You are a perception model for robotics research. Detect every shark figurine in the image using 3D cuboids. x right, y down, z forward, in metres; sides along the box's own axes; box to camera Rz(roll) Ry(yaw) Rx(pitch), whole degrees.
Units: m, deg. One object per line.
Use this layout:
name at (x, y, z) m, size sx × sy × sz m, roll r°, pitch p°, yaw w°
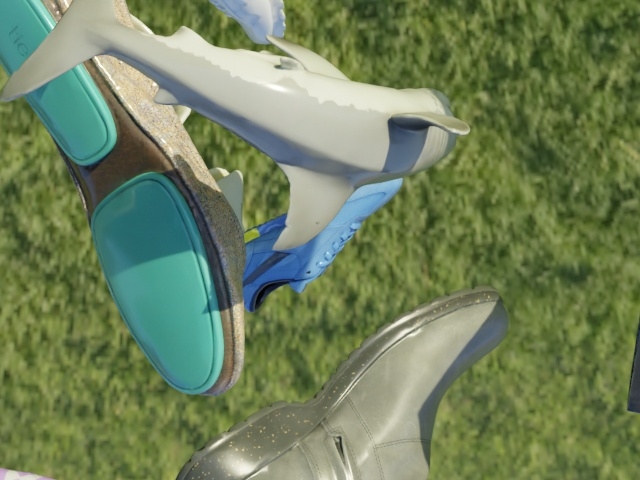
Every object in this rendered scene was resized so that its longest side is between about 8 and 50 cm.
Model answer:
shark figurine at (-0.032, -0.057, 0.781) m, size 0.278 × 0.166 × 0.116 m, roll 14°, pitch 104°, yaw -21°

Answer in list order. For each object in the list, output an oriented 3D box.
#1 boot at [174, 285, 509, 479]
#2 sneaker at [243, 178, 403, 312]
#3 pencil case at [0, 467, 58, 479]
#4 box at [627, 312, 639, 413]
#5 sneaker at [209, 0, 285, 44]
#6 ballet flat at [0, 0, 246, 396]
boot at (0.049, 0.143, 0.789) m, size 0.246 × 0.161 × 0.083 m, roll -32°, pitch 162°, yaw -27°
sneaker at (0.000, 0.000, 1.354) m, size 0.209 × 0.082 × 0.069 m, roll -30°, pitch 162°, yaw 14°
pencil case at (-0.238, 0.183, 0.873) m, size 0.206 × 0.086 × 0.088 m, roll 10°, pitch 138°, yaw 10°
box at (0.240, 0.024, 0.695) m, size 0.147 × 0.180 × 0.077 m, roll 9°, pitch 116°, yaw 15°
sneaker at (-0.098, -0.283, 1.423) m, size 0.095 × 0.090 × 0.235 m, roll -25°, pitch 146°, yaw -4°
ballet flat at (-0.111, -0.053, 0.915) m, size 0.107 × 0.106 × 0.316 m, roll -20°, pitch 96°, yaw 39°
